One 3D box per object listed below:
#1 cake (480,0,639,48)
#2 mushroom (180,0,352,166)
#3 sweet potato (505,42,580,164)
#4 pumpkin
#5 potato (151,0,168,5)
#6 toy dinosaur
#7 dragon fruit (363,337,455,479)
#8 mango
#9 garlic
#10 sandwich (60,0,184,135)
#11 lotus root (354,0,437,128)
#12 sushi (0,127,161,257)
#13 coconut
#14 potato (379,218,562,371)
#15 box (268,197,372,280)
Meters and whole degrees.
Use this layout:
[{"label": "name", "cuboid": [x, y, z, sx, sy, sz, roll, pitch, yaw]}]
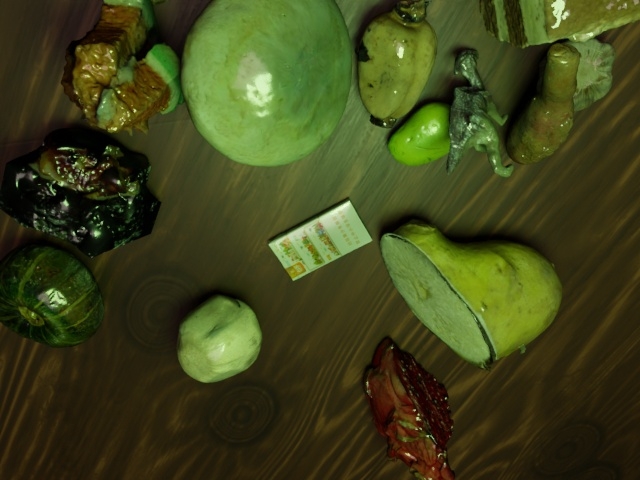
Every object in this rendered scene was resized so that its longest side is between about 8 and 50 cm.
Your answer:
[{"label": "cake", "cuboid": [0.429, -0.491, 0.911, 0.255, 0.290, 0.282, -18, 119, 7]}, {"label": "mushroom", "cuboid": [-0.091, -0.305, 0.962, 0.352, 0.260, 0.352, -23, 123, -41]}, {"label": "sweet potato", "cuboid": [0.441, -0.246, 1.022, 0.109, 0.385, 0.109, -2, 72, 6]}, {"label": "pumpkin", "cuboid": [-0.616, 0.115, 1.209, 0.260, 0.189, 0.260, 10, 131, 12]}, {"label": "potato", "cuboid": [-0.379, -0.542, 0.938, 0.299, 0.116, 0.239, 24, 117, -12]}, {"label": "toy dinosaur", "cuboid": [0.313, -0.248, 1.067, 0.162, 0.294, 0.077, 24, 147, -31]}, {"label": "dragon fruit", "cuboid": [0.189, 0.465, 1.346, 0.228, 0.329, 0.286, -34, 114, 20]}, {"label": "mango", "cuboid": [0.231, -0.226, 1.141, 0.117, 0.089, 0.163, 35, 121, -27]}, {"label": "garlic", "cuboid": [0.524, -0.340, 1.091, 0.147, 0.102, 0.159, 28, 100, -1]}, {"label": "sandwich", "cuboid": [-0.322, -0.296, 0.930, 0.162, 0.301, 0.250, 4, 133, 4]}, {"label": "lotus root", "cuboid": [0.144, -0.353, 1.041, 0.154, 0.140, 0.257, 0, 127, -18]}, {"label": "sushi", "cuboid": [-0.480, -0.119, 1.100, 0.227, 0.215, 0.212, 28, 108, 7]}, {"label": "coconut", "cuboid": [-0.235, 0.231, 1.275, 0.224, 0.224, 0.224, -1, 116, -3]}, {"label": "potato", "cuboid": [0.370, 0.079, 1.249, 0.296, 0.290, 0.397, -34, 75, -17]}, {"label": "box", "cuboid": [0.000, 0.000, 1.263, 0.220, 0.032, 0.122, -28, 115, 9]}]
